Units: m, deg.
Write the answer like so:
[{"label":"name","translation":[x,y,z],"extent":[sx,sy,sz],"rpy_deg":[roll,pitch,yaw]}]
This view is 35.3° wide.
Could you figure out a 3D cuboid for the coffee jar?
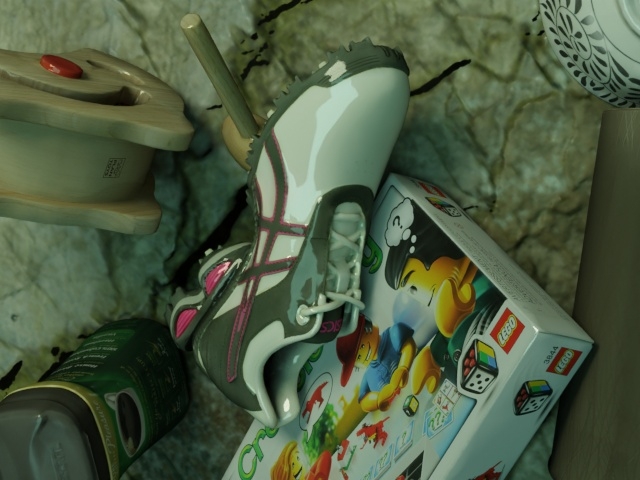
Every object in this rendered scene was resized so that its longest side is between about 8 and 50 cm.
[{"label":"coffee jar","translation":[-0.164,0.127,0.721],"extent":[0.079,0.184,0.096],"rpy_deg":[-9,101,16]}]

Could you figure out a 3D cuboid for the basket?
[{"label":"basket","translation":[0.226,0.037,0.610],"extent":[0.154,0.204,0.226],"rpy_deg":[5,96,18]}]

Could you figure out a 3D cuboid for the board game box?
[{"label":"board game box","translation":[0.035,0.131,0.679],"extent":[0.053,0.193,0.305],"rpy_deg":[16,112,-32]}]

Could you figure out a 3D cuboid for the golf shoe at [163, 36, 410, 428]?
[{"label":"golf shoe","translation":[0.000,0.000,0.671],"extent":[0.120,0.105,0.273],"rpy_deg":[49,124,34]}]

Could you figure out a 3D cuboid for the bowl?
[{"label":"bowl","translation":[0.217,-0.155,0.610],"extent":[0.170,0.080,0.170],"rpy_deg":[4,106,13]}]

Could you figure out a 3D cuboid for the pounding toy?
[{"label":"pounding toy","translation":[-0.154,-0.105,0.666],"extent":[0.154,0.270,0.154],"rpy_deg":[43,116,43]}]
